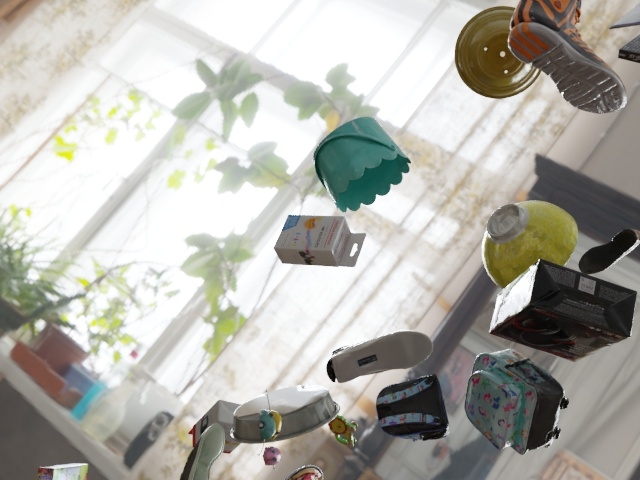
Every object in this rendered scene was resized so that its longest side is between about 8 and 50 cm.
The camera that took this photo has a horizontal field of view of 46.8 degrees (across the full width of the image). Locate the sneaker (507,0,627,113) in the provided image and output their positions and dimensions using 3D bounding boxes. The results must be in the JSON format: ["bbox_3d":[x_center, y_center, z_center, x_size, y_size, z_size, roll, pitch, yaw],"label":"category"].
[{"bbox_3d":[0.531,-0.409,1.537,0.321,0.180,0.124,32,-30,-26],"label":"sneaker"}]

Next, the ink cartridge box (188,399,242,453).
[{"bbox_3d":[-0.308,0.590,2.293,0.134,0.078,0.231,19,-47,-26],"label":"ink cartridge box"}]

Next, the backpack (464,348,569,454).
[{"bbox_3d":[0.488,0.411,1.933,0.253,0.191,0.225,-132,-138,-59],"label":"backpack"}]

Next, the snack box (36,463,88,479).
[{"bbox_3d":[-0.499,0.485,1.423,0.037,0.100,0.141,-1,-14,9],"label":"snack box"}]

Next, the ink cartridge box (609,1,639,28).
[{"bbox_3d":[0.692,-0.430,1.209,0.072,0.307,0.303,49,-10,-22],"label":"ink cartridge box"}]

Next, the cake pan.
[{"bbox_3d":[-0.096,0.442,1.913,0.293,0.293,0.054,-179,-105,-70],"label":"cake pan"}]

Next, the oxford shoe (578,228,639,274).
[{"bbox_3d":[0.850,0.038,2.157,0.212,0.076,0.076,-40,-118,42],"label":"oxford shoe"}]

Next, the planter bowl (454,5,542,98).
[{"bbox_3d":[0.424,-0.438,1.735,0.217,0.217,0.090,39,18,-3],"label":"planter bowl"}]

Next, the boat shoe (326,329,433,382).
[{"bbox_3d":[0.181,0.354,2.357,0.158,0.340,0.127,-90,167,-86],"label":"boat shoe"}]

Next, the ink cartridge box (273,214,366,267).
[{"bbox_3d":[0.000,0.000,1.647,0.181,0.104,0.062,2,-39,25],"label":"ink cartridge box"}]

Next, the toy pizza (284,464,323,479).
[{"bbox_3d":[-0.061,0.740,2.124,0.032,0.201,0.201,27,-16,41],"label":"toy pizza"}]

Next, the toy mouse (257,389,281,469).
[{"bbox_3d":[-0.099,0.397,1.480,0.031,0.161,0.143,-5,6,6],"label":"toy mouse"}]

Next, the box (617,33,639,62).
[{"bbox_3d":[0.591,-0.347,1.342,0.067,0.083,0.018,27,-41,36],"label":"box"}]

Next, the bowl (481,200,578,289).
[{"bbox_3d":[0.567,-0.016,2.118,0.156,0.289,0.289,40,-12,-27],"label":"bowl"}]

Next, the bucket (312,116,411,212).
[{"bbox_3d":[0.120,-0.238,2.298,0.183,0.281,0.281,58,-6,20],"label":"bucket"}]

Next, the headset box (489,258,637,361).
[{"bbox_3d":[0.520,0.166,1.635,0.218,0.110,0.293,19,-21,-1],"label":"headset box"}]

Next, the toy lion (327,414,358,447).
[{"bbox_3d":[0.069,0.611,2.389,0.096,0.034,0.100,13,-64,19],"label":"toy lion"}]

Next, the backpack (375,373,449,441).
[{"bbox_3d":[0.234,0.440,1.895,0.117,0.173,0.158,68,11,-57],"label":"backpack"}]

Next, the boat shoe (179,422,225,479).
[{"bbox_3d":[-0.337,0.614,2.077,0.068,0.228,0.081,-27,-64,33],"label":"boat shoe"}]
